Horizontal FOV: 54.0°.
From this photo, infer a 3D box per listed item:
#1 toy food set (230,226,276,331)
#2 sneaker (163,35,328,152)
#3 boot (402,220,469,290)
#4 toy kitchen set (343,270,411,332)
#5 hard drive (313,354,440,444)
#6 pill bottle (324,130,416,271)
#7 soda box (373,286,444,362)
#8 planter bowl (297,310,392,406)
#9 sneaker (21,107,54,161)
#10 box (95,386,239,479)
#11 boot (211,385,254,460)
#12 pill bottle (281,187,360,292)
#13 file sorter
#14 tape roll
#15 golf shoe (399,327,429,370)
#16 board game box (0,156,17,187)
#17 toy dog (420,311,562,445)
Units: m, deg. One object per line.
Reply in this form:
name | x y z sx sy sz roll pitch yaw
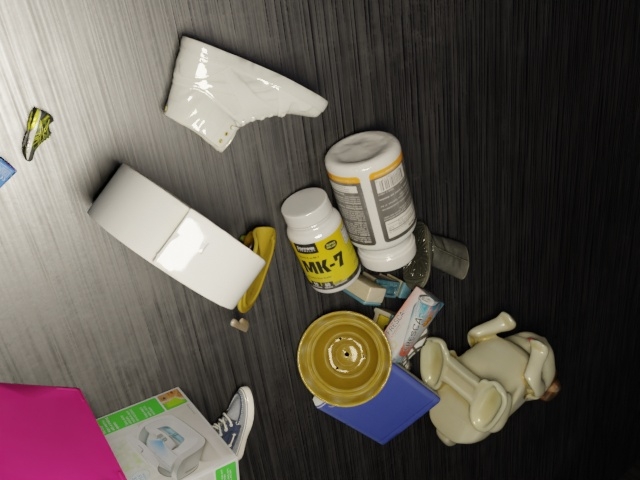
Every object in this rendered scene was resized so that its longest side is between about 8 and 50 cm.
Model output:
toy food set | -0.158 0.068 1.247 0.128 0.071 0.217 38 71 -78
sneaker | -0.136 -0.233 1.131 0.293 0.108 0.169 14 101 -31
boot | 0.296 0.061 1.582 0.208 0.076 0.189 31 63 -46
toy kitchen set | 0.128 0.171 1.490 0.207 0.122 0.166 9 103 -40
hard drive | 0.154 0.411 1.627 0.210 0.040 0.319 -41 132 9
pill bottle | 0.117 -0.080 1.349 0.162 0.162 0.278 -34 127 -22
soda box | 0.207 0.200 1.478 0.058 0.063 0.183 17 110 -53
planter bowl | 0.059 0.271 1.472 0.217 0.217 0.090 -61 173 0
sneaker | -0.435 -0.160 0.970 0.035 0.031 0.083 11 102 -41
box | -0.311 0.424 1.166 0.231 0.262 0.126 -15 117 -31
boot | -0.204 0.408 1.369 0.086 0.069 0.190 1 110 -33
pill bottle | 0.000 0.000 1.319 0.119 0.119 0.208 -38 127 -19
file sorter | -0.474 0.384 1.005 0.202 0.291 0.182 18 100 -41
tape roll | -0.230 -0.005 1.028 0.100 0.286 0.286 -55 131 -5
golf shoe | 0.212 0.269 1.629 0.094 0.077 0.198 19 95 -41
board game box | -0.572 -0.076 0.889 0.210 0.047 0.160 -50 131 -10
toy dog | 0.522 0.406 1.798 0.408 0.284 0.395 -16 119 -34
